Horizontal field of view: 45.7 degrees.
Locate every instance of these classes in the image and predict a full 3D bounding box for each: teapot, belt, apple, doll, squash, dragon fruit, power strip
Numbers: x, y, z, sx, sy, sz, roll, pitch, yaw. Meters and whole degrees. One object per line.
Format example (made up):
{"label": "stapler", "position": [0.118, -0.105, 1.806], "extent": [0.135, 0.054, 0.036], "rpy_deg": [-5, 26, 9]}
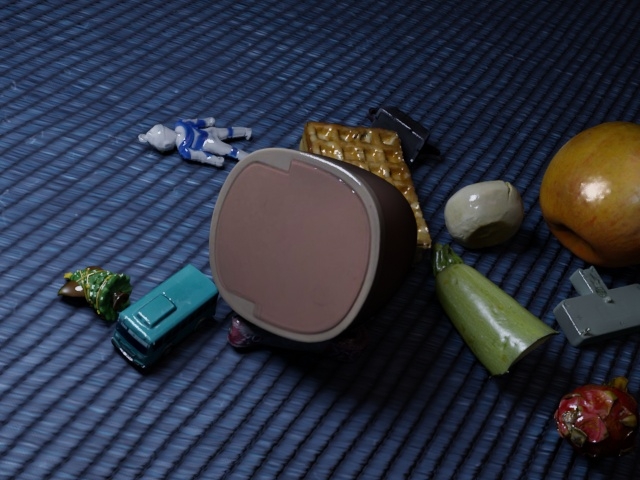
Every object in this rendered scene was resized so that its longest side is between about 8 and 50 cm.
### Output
{"label": "teapot", "position": [0.175, -0.229, 1.610], "extent": [0.177, 0.087, 0.096], "rpy_deg": [38, 40, 12]}
{"label": "belt", "position": [-0.035, 0.150, 1.237], "extent": [0.232, 0.053, 0.071], "rpy_deg": [10, 47, -15]}
{"label": "apple", "position": [0.582, -0.081, 1.503], "extent": [0.275, 0.299, 0.299], "rpy_deg": [-37, 69, -14]}
{"label": "doll", "position": [-0.349, 0.065, 1.174], "extent": [0.113, 0.076, 0.078], "rpy_deg": [33, 42, 9]}
{"label": "squash", "position": [0.273, 0.123, 1.352], "extent": [0.137, 0.137, 0.287], "rpy_deg": [-18, 46, -31]}
{"label": "dragon fruit", "position": [0.479, 0.284, 1.279], "extent": [0.246, 0.125, 0.125], "rpy_deg": [-25, 93, -56]}
{"label": "power strip", "position": [0.544, 0.116, 1.471], "extent": [0.216, 0.061, 0.145], "rpy_deg": [-9, 56, -27]}
{"label": "doll", "position": [-0.234, -0.190, 1.446], "extent": [0.227, 0.057, 0.114], "rpy_deg": [5, 56, -28]}

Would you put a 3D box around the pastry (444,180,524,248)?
{"label": "pastry", "position": [0.317, -0.049, 1.466], "extent": [0.156, 0.156, 0.092], "rpy_deg": [-2, 57, -22]}

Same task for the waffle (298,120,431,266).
{"label": "waffle", "position": [0.076, -0.092, 1.455], "extent": [0.213, 0.091, 0.308], "rpy_deg": [3, 52, -18]}

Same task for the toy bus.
{"label": "toy bus", "position": [-0.236, 0.114, 1.164], "extent": [0.079, 0.092, 0.160], "rpy_deg": [39, 49, 15]}

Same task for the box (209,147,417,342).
{"label": "box", "position": [0.000, 0.000, 1.192], "extent": [0.301, 0.301, 0.216], "rpy_deg": [44, 22, 17]}
